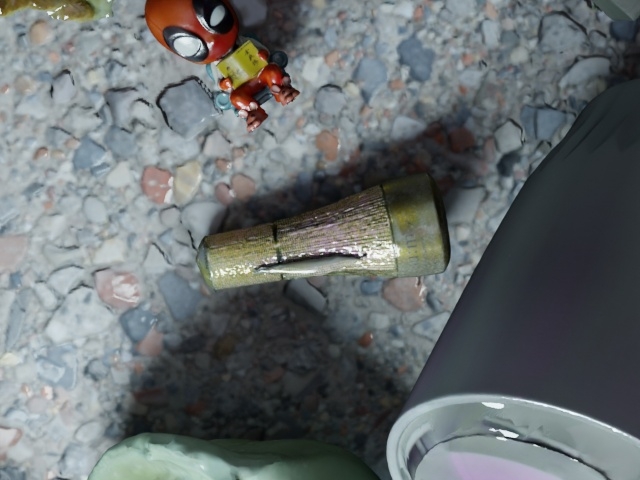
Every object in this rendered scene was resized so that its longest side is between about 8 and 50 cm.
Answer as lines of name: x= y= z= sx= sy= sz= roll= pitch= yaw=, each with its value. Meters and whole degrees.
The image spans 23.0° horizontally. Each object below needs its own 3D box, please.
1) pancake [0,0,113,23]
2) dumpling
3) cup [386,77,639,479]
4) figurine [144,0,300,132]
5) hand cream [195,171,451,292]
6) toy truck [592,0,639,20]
pancake: x=-0.262 y=-0.341 z=1.133 sx=0.305 sy=0.067 sz=0.426 roll=11 pitch=102 yaw=-21
dumpling: x=-0.051 y=0.283 z=1.265 sx=0.270 sy=0.212 sz=0.320 roll=-14 pitch=97 yaw=-4
cup: x=0.226 y=0.071 z=1.159 sx=0.253 sy=0.253 sz=0.371 roll=42 pitch=54 yaw=-19
figurine: x=-0.078 y=-0.151 z=1.207 sx=0.068 sy=0.075 sz=0.140 roll=-40 pitch=98 yaw=4
hand cream: x=0.000 y=0.000 z=1.267 sx=0.203 sy=0.084 sz=0.084 roll=-9 pitch=107 yaw=-2
toy truck: x=0.301 y=-0.313 z=1.185 sx=0.178 sy=0.176 sz=0.363 roll=43 pitch=94 yaw=-10
